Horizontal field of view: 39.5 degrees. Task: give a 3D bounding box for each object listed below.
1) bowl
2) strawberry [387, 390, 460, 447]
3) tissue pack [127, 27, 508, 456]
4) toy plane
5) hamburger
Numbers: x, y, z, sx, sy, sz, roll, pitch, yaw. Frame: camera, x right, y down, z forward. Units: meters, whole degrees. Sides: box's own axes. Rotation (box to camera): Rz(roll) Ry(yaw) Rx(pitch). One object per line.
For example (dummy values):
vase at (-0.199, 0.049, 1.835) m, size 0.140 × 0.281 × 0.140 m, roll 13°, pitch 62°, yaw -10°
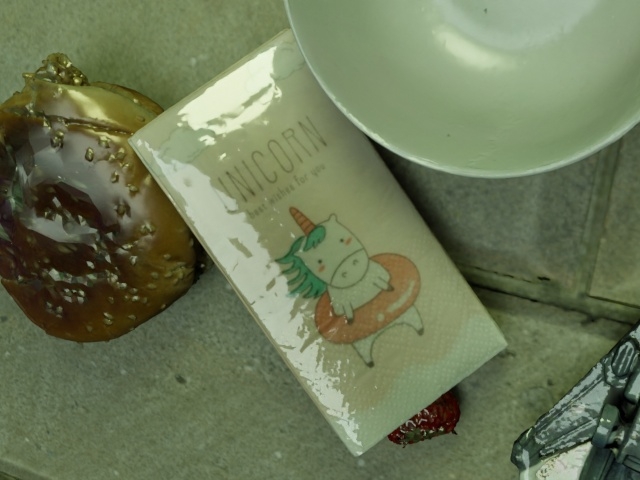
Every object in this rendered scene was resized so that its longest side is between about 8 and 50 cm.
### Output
bowl at (0.127, -0.199, 0.614) m, size 0.287 × 0.144 × 0.287 m, roll 10°, pitch 114°, yaw 22°
strawberry at (0.090, 0.148, 0.824) m, size 0.073 × 0.073 × 0.083 m, roll -26°, pitch 61°, yaw 31°
tissue pack at (0.000, 0.000, 0.757) m, size 0.170 × 0.071 × 0.325 m, roll -35°, pitch 93°, yaw -3°
toy plane at (0.282, 0.097, 0.680) m, size 0.204 × 0.103 × 0.316 m, roll 21°, pitch 118°, yaw 18°
hamburger at (-0.216, -0.039, 0.852) m, size 0.243 × 0.146 × 0.286 m, roll 12°, pitch 113°, yaw 14°
